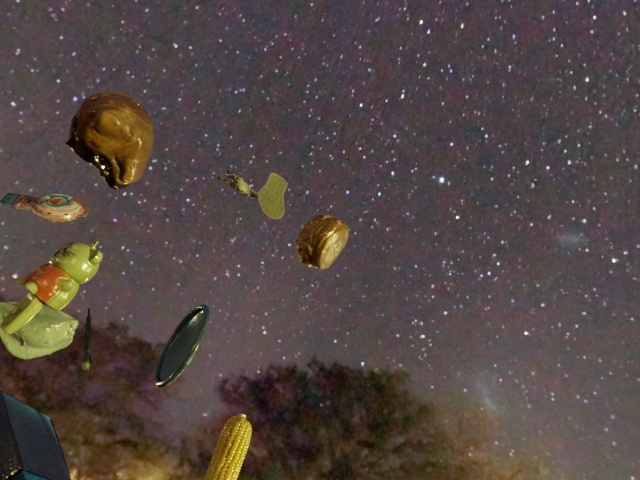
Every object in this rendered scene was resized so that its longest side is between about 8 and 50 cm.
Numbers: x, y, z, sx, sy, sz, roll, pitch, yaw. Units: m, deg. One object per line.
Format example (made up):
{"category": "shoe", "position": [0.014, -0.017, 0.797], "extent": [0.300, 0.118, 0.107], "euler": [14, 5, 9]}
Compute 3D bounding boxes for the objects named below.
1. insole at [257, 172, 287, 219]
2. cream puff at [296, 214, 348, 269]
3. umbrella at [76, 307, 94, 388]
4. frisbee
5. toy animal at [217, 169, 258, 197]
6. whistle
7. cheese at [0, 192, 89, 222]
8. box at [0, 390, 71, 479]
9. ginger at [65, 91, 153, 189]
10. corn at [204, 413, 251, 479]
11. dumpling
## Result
{"category": "insole", "position": [-0.159, -0.159, 1.479], "extent": [0.109, 0.322, 0.007], "euler": [35, -63, -16]}
{"category": "cream puff", "position": [-0.002, 0.000, 1.058], "extent": [0.103, 0.144, 0.126], "euler": [30, -10, 28]}
{"category": "umbrella", "position": [-0.761, 0.351, 1.418], "extent": [0.044, 0.269, 0.044], "euler": [2, -32, -20]}
{"category": "frisbee", "position": [-0.435, 0.341, 1.392], "extent": [0.049, 0.290, 0.289], "euler": [37, -39, -24]}
{"category": "toy animal", "position": [-0.349, -0.245, 1.970], "extent": [0.175, 0.074, 0.217], "euler": [25, -2, 23]}
{"category": "whistle", "position": [-0.659, 0.105, 1.063], "extent": [0.131, 0.289, 0.106], "euler": [16, -34, 37]}
{"category": "cheese", "position": [-1.043, -0.132, 1.643], "extent": [0.285, 0.189, 0.074], "euler": [11, -62, -18]}
{"category": "box", "position": [-0.889, 0.628, 1.284], "extent": [0.279, 0.116, 0.262], "euler": [44, -22, 34]}
{"category": "ginger", "position": [-0.597, -0.312, 1.293], "extent": [0.222, 0.201, 0.269], "euler": [-29, -46, 11]}
{"category": "corn", "position": [-0.194, 0.461, 0.884], "extent": [0.067, 0.207, 0.067], "euler": [10, -37, 8]}
{"category": "dumpling", "position": [-0.825, 0.254, 1.237], "extent": [0.216, 0.149, 0.104], "euler": [31, -40, -27]}
